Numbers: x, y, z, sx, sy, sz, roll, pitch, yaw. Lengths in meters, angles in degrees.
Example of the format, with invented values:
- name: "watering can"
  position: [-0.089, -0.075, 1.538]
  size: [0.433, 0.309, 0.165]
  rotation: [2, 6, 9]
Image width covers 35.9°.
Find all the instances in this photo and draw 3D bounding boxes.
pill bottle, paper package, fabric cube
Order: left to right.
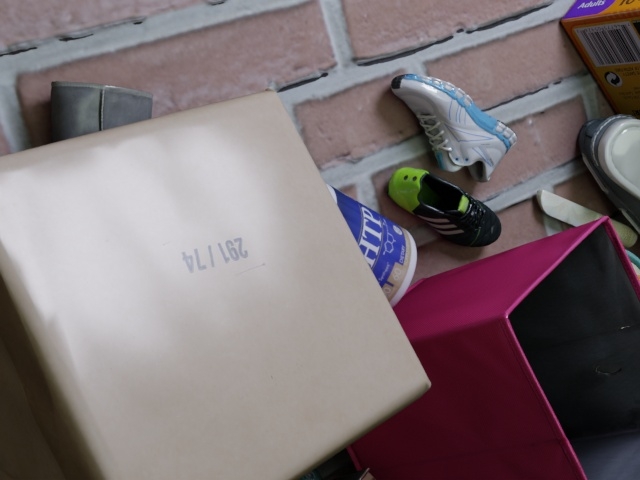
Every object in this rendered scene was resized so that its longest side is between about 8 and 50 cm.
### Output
- name: "paper package"
  position: [-0.117, 0.066, 0.793]
  size: [0.325, 0.168, 0.309]
  rotation: [-22, 81, -45]
- name: "pill bottle"
  position: [0.000, 0.000, 1.039]
  size: [0.186, 0.112, 0.112]
  rotation: [28, 78, -31]
- name: "fabric cube"
  position: [0.195, 0.163, 1.025]
  size: [0.254, 0.258, 0.259]
  rotation: [-33, 98, -48]

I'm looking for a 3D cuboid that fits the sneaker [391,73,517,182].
- name: "sneaker"
  position: [0.150, -0.127, 1.156]
  size: [0.190, 0.071, 0.083]
  rotation: [29, 84, -31]

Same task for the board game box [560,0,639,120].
- name: "board game box"
  position: [0.612, -0.280, 1.272]
  size: [0.356, 0.356, 0.356]
  rotation: [-50, 118, -20]

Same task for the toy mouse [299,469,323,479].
- name: "toy mouse"
  position: [-0.048, 0.271, 1.039]
  size: [0.031, 0.161, 0.143]
  rotation: [59, 30, -5]

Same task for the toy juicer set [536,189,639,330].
- name: "toy juicer set"
  position: [0.416, 0.072, 1.281]
  size: [0.209, 0.089, 0.329]
  rotation: [-5, 72, -41]

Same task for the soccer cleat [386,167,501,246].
- name: "soccer cleat"
  position: [0.157, -0.035, 1.162]
  size: [0.179, 0.072, 0.060]
  rotation: [25, 80, -32]

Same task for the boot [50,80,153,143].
- name: "boot"
  position: [-0.235, -0.040, 0.904]
  size: [0.189, 0.076, 0.209]
  rotation: [-5, 104, -47]

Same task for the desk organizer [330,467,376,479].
- name: "desk organizer"
  position: [0.025, 0.276, 1.014]
  size: [0.050, 0.130, 0.047]
  rotation: [46, 59, -2]

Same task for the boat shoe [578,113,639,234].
- name: "boat shoe"
  position: [0.464, -0.057, 1.337]
  size: [0.319, 0.099, 0.116]
  rotation: [40, 90, -25]
